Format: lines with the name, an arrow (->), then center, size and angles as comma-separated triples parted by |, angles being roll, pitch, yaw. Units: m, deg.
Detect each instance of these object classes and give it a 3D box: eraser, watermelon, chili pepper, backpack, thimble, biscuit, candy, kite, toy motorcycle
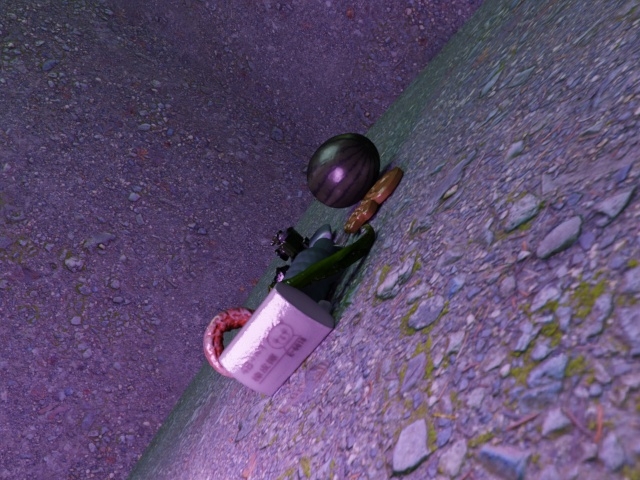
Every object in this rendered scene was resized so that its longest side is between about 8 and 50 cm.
eraser -> -0.113, 0.251, 1.082 | 0.270, 0.174, 0.095 | -51, 7, 21
watermelon -> 0.086, -0.277, 1.767 | 0.359, 0.279, 0.278 | -49, 9, 51
chili pepper -> 0.017, 0.064, 1.179 | 0.359, 0.076, 0.085 | -30, 11, -22
backpack -> -0.143, 0.165, 1.865 | 0.165, 0.106, 0.119 | -27, -45, -71
thimble -> -0.270, 0.338, 1.428 | 0.239, 0.239, 0.162 | -57, 10, -22
biscuit -> 0.177, -0.142, 1.480 | 0.288, 0.044, 0.202 | -48, 9, -3
candy -> 0.000, 0.000, 1.838 | 0.138, 0.071, 0.174 | -52, 10, 11
kite -> 0.107, -0.035, 1.591 | 0.335, 0.011, 0.314 | -48, 10, 38
toy motorcycle -> -0.121, 0.021, 1.986 | 0.127, 0.205, 0.275 | -45, 8, 20

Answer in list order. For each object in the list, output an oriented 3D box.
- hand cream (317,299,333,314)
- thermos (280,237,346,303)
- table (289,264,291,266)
hand cream -> -0.052, 0.251, 1.200 | 0.255, 0.048, 0.079 | -51, 3, 38
thermos -> -0.013, 0.100, 1.304 | 0.182, 0.145, 0.286 | -7, 35, 32
table -> -0.160, 0.183, 2.092 | 0.133, 0.043, 0.133 | -52, 9, 11
